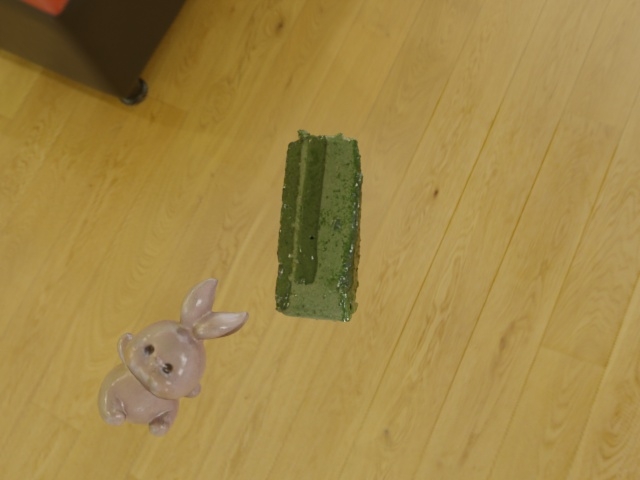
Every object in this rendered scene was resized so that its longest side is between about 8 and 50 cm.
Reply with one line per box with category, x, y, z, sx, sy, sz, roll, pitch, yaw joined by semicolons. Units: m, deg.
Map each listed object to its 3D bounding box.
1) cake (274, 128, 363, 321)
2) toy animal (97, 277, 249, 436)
cake;-0.001;-0.013;0.876;0.100;0.099;0.235;4;108;9
toy animal;-0.190;0.141;0.868;0.124;0.124;0.212;44;115;15
